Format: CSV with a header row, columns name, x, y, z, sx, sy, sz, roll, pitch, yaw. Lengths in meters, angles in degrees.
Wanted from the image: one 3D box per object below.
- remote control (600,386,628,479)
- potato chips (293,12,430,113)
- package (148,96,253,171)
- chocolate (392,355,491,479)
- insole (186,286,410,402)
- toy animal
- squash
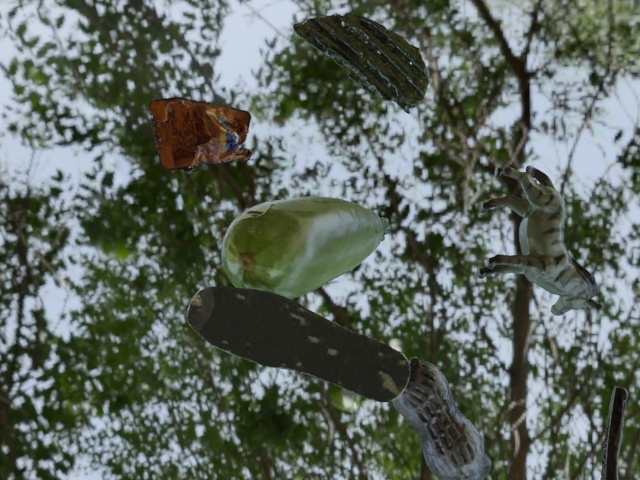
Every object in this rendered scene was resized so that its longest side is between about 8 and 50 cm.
name,x,y,z,sx,sy,sz,roll,pitch,yaw
remote control,0.428,0.315,1.265,0.028,0.059,0.212,10,-126,13
potato chips,0.065,-0.264,1.205,0.207,0.092,0.028,37,-168,-1
package,-0.118,-0.107,0.885,0.111,0.077,0.033,-1,-178,-34
chocolate,0.200,0.312,1.466,0.110,0.248,0.110,-32,-179,1
insole,-0.023,0.108,0.921,0.248,0.081,0.011,21,-169,1
toy animal,0.314,0.003,1.218,0.176,0.216,0.073,1,-177,-9
squash,-0.007,-0.003,1.087,0.118,0.118,0.370,8,-169,24
